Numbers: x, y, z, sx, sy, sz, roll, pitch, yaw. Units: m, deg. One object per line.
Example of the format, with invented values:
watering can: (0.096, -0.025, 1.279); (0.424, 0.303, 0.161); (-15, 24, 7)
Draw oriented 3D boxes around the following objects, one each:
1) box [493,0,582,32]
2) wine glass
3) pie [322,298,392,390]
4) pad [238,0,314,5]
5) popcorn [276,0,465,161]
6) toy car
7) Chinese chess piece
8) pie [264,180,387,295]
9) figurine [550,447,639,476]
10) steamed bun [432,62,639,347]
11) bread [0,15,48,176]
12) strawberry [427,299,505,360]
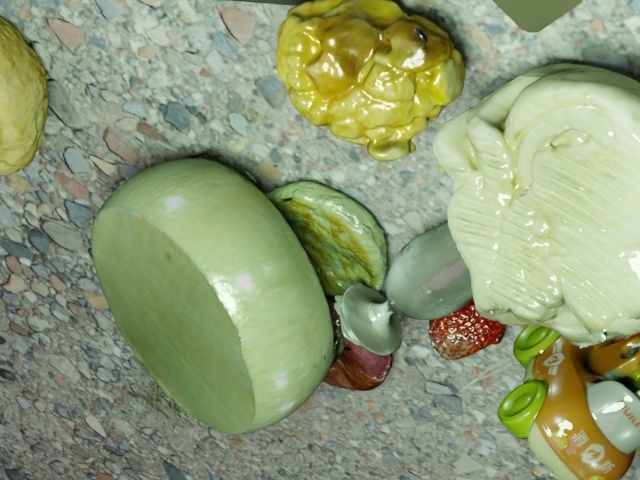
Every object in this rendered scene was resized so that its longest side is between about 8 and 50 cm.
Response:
box: (0.192, -0.264, 1.482); (0.126, 0.031, 0.091); (42, 141, -12)
wine glass: (0.123, 0.044, 1.786); (0.103, 0.103, 0.222); (42, 128, -12)
pie: (0.010, 0.133, 2.011); (0.182, 0.050, 0.182); (21, 150, 13)
pad: (-0.061, -0.309, 1.636); (0.211, 0.003, 0.143); (9, 136, 27)
popcorn: (0.054, -0.173, 1.601); (0.194, 0.140, 0.163); (4, 126, 18)
toy car: (0.329, 0.157, 1.706); (0.145, 0.235, 0.235); (47, 140, -18)
Chinese chess piece: (-0.131, 0.066, 1.894); (0.349, 0.146, 0.349); (38, 146, 32)
pie: (0.000, 0.000, 1.893); (0.187, 0.041, 0.187); (20, 141, 17)
figurine: (0.346, 0.261, 1.912); (0.083, 0.083, 0.187); (36, 136, -3)
steamed bun: (0.280, -0.044, 1.538); (0.268, 0.207, 0.280); (-10, 99, 41)
bread: (-0.442, -0.191, 1.929); (0.244, 0.134, 0.244); (20, 138, 19)
strawberry: (0.174, 0.103, 1.855); (0.096, 0.083, 0.083); (8, 137, 8)
